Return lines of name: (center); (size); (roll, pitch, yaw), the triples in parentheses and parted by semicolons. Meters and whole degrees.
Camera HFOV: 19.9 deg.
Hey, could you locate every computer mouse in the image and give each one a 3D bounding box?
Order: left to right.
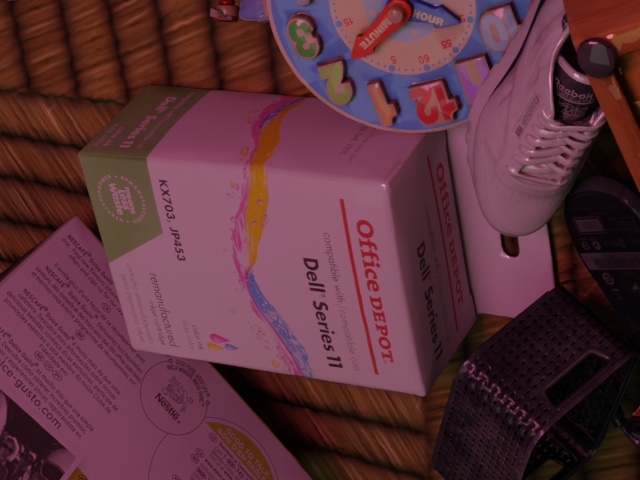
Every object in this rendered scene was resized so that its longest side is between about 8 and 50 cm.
computer mouse: (0.252, 0.055, 1.402); (0.262, 0.060, 0.184); (58, 152, -12)

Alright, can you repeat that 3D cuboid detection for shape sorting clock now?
shape sorting clock: (0.059, -0.172, 1.327); (0.206, 0.040, 0.206); (7, 123, 11)

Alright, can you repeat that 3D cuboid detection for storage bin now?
storage bin: (0.165, 0.134, 1.429); (0.084, 0.122, 0.180); (43, 153, 21)

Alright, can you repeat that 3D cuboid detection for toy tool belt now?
toy tool belt: (-0.044, -0.193, 1.399); (0.083, 0.052, 0.051); (3, 94, 27)

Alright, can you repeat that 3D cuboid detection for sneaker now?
sneaker: (0.162, -0.089, 1.279); (0.090, 0.095, 0.235); (7, 126, -10)

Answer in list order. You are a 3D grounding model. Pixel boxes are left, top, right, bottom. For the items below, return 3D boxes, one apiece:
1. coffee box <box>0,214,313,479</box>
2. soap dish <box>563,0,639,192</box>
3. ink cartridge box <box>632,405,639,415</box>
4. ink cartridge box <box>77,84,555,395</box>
coffee box: (-0.274, 0.244, 1.645); (0.338, 0.334, 0.337); (48, 144, -8)
soap dish: (0.300, -0.086, 1.046); (0.291, 0.118, 0.229); (-15, 111, 34)
ink cartridge box: (0.348, 0.083, 1.243); (0.181, 0.224, 0.056); (107, 149, -55)
ink cartridge box: (0.000, 0.000, 1.464); (0.353, 0.119, 0.207); (6, 126, 28)
